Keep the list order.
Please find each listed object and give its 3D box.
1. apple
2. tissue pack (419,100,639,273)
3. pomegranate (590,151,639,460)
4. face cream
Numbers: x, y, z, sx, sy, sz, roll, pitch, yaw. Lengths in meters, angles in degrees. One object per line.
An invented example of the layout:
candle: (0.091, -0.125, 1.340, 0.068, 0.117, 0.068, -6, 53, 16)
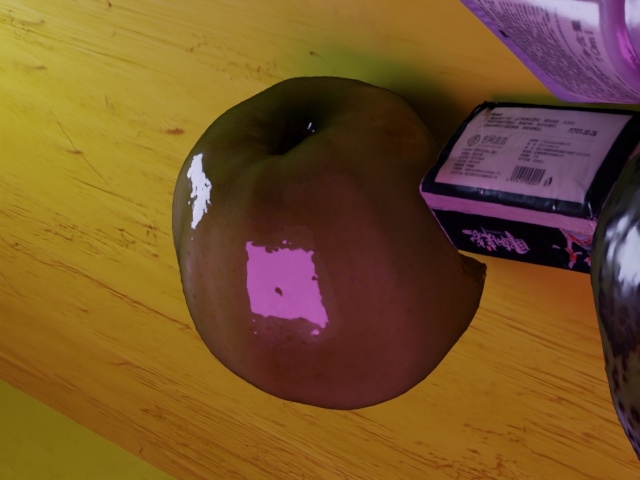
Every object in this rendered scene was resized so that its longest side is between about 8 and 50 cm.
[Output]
apple: (0.000, 0.000, 1.172, 0.279, 0.279, 0.279, 32, 156, 17)
tissue pack: (0.167, -0.039, 1.022, 0.170, 0.103, 0.090, 14, 154, 47)
pomegranate: (0.308, 0.043, 0.798, 0.285, 0.285, 0.341, 29, -166, 23)
face cream: (0.178, -0.133, 0.872, 0.154, 0.096, 0.274, 37, 169, -23)
